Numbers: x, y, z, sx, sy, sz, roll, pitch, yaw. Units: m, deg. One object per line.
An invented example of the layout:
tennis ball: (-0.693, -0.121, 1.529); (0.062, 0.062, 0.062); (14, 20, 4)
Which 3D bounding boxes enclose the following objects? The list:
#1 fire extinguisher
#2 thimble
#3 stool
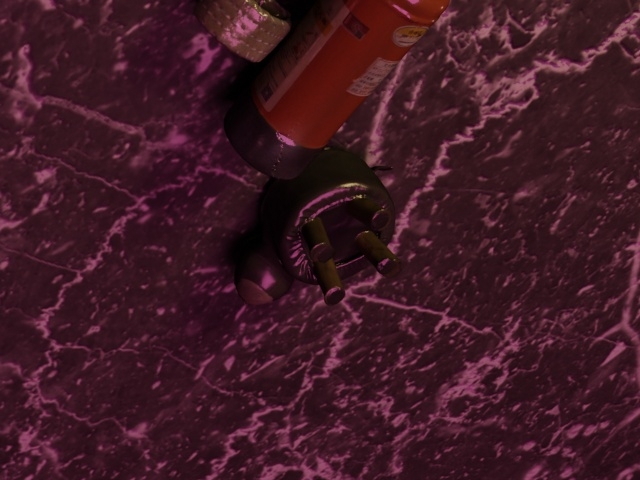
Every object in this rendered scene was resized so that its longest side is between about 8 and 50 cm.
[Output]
fire extinguisher: (0.041, -0.246, 1.975); (0.113, 0.200, 0.376); (28, 126, -21)
thimble: (-0.081, -0.240, 1.949); (0.062, 0.084, 0.110); (-45, 147, 17)
stool: (0.006, 0.004, 2.177); (0.153, 0.139, 0.228); (16, 117, -36)
